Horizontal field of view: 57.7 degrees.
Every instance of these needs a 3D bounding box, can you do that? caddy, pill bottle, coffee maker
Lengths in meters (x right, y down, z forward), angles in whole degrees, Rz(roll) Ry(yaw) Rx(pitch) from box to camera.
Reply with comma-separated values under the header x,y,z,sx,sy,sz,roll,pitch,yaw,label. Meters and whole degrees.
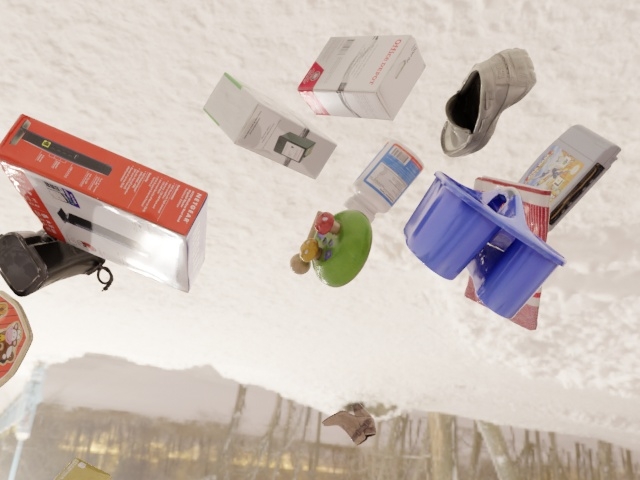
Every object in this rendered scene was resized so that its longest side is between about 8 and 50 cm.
x,y,z,sx,sy,sz,roll,pitch,yaw,label
0.285,-0.017,1.017,0.241,0.179,0.341,34,-167,-4,caddy
0.163,-0.150,1.549,0.124,0.221,0.124,40,-178,-2,pill bottle
-0.523,0.040,1.158,0.171,0.120,0.178,34,-159,6,coffee maker

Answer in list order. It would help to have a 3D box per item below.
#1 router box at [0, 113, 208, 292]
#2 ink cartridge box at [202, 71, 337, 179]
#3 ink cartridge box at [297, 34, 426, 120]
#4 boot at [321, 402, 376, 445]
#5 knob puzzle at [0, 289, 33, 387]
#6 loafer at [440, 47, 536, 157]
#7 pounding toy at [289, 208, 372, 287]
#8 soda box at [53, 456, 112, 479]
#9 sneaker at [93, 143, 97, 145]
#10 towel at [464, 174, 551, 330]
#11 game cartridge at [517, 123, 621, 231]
x,y,z,sx,sy,sz,roll,pitch,yaw,label
-0.349,-0.043,0.996,0.301,0.082,0.335,23,157,-2,router box
-0.128,-0.295,1.519,0.289,0.211,0.121,19,110,-46,ink cartridge box
0.059,-0.235,0.835,0.150,0.109,0.063,16,157,40,ink cartridge box
0.072,0.448,1.389,0.118,0.087,0.042,-28,150,3,boot
-0.613,0.186,1.080,0.213,0.213,0.030,-6,166,24,knob puzzle
0.279,-0.244,1.083,0.111,0.112,0.319,-12,163,-12,loafer
0.000,0.000,1.307,0.110,0.183,0.237,24,171,-34,pounding toy
-0.324,0.347,0.675,0.058,0.181,0.061,22,120,9,soda box
-0.485,-0.139,1.325,0.111,0.129,0.297,28,156,7,sneaker
0.439,0.023,1.388,0.037,0.329,0.237,-7,-163,-25,towel
0.609,-0.156,1.504,0.062,0.198,0.297,28,111,-25,game cartridge
